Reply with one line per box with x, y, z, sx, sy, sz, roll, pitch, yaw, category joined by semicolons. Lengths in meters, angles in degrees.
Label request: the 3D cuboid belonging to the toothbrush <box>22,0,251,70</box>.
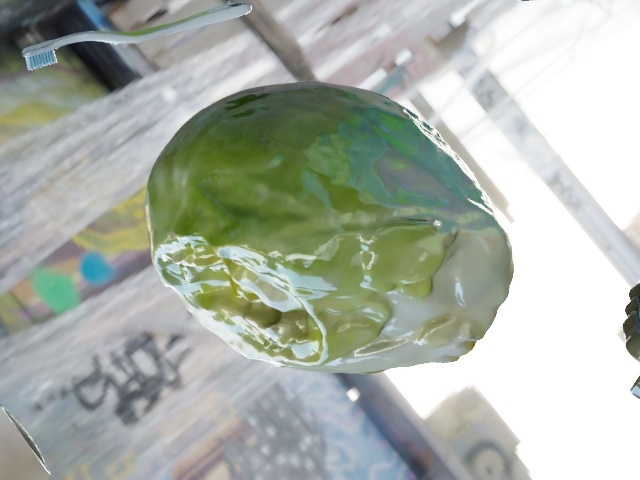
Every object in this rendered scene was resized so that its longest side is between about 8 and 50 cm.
-0.188;-0.223;1.336;0.263;0.026;0.022;-20;-150;-26;toothbrush

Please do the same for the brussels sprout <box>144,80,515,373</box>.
0.000;0.000;1.171;0.344;0.344;0.268;-35;153;-58;brussels sprout

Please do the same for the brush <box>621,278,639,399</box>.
0.266;0.109;0.994;0.071;0.084;0.301;-20;-166;24;brush

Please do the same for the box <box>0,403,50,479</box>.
-0.393;0.253;1.227;0.212;0.095;0.168;-16;-156;41;box
